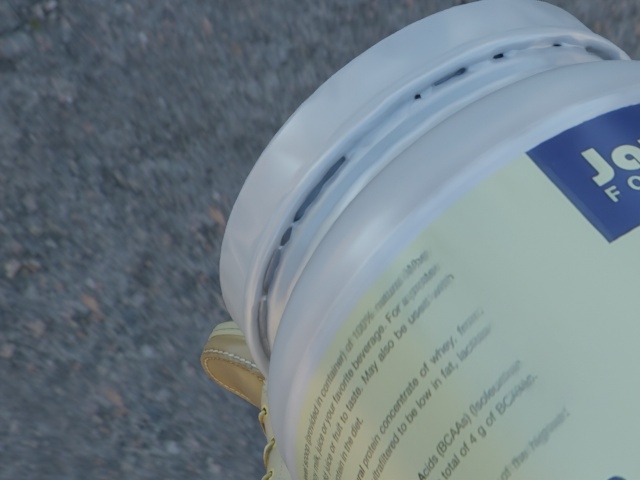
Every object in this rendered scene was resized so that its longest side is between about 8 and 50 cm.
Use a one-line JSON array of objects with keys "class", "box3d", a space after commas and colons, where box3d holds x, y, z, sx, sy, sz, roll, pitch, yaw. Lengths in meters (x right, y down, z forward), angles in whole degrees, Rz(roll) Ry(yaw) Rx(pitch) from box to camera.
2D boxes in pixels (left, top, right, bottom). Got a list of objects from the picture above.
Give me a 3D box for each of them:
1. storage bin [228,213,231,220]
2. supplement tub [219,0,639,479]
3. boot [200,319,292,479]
[{"class": "storage bin", "box3d": [0.000, 0.000, 1.008, 0.091, 0.135, 0.098, 16, 55, -19]}, {"class": "supplement tub", "box3d": [0.125, 0.081, 0.612, 0.235, 0.235, 0.325, -36, 56, -4]}, {"class": "boot", "box3d": [-0.033, 0.183, 1.206, 0.262, 0.095, 0.203, 26, 69, 33]}]
